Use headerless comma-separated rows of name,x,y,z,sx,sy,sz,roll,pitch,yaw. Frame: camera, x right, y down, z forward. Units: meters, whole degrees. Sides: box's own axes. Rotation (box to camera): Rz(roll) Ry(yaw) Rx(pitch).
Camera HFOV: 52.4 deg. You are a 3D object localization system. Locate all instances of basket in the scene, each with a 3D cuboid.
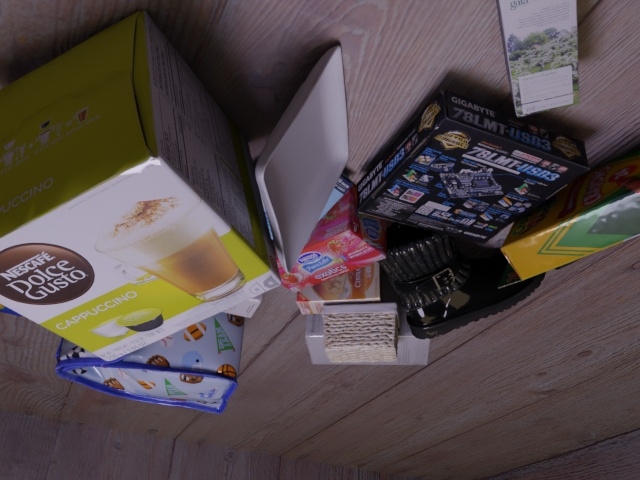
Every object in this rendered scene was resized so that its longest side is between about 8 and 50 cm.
basket,0.090,0.205,1.423,0.167,0.103,0.113,-4,152,9

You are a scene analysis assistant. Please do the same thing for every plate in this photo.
plate,-0.028,-0.128,1.050,0.045,0.277,0.278,18,151,17

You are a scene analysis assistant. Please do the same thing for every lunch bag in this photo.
lunch bag,-0.373,0.189,1.494,0.386,0.327,0.239,13,141,-12

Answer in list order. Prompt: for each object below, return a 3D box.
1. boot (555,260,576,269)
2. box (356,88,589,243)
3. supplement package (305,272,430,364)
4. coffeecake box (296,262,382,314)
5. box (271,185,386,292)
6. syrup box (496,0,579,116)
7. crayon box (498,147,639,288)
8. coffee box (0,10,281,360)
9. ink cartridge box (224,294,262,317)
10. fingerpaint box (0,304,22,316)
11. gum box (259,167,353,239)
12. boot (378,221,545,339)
boot,0.497,0.009,1.294,0.137,0.076,0.198,-30,170,6
box,0.259,-0.114,1.161,0.296,0.073,0.293,13,147,-21
supplement package,0.118,0.194,1.600,0.293,0.177,0.175,-1,147,5
coffeecake box,0.045,0.087,1.471,0.186,0.142,0.068,-4,148,10
box,0.000,0.000,1.359,0.257,0.122,0.128,-23,138,34
syrup box,0.302,-0.292,0.909,0.093,0.096,0.237,-11,144,17
crayon box,0.461,-0.041,1.184,0.318,0.202,0.081,-30,101,39
coffee box,-0.307,-0.072,1.011,0.338,0.338,0.334,-25,141,11
ink cartridge box,-0.243,0.052,1.413,0.237,0.172,0.100,14,147,-15
fingerpaint box,-0.802,-0.037,1.235,0.445,0.163,0.371,9,150,19
gum box,-0.056,-0.087,1.236,0.157,0.041,0.184,31,111,-36
boot,0.303,0.041,1.397,0.348,0.131,0.260,-26,114,-6
